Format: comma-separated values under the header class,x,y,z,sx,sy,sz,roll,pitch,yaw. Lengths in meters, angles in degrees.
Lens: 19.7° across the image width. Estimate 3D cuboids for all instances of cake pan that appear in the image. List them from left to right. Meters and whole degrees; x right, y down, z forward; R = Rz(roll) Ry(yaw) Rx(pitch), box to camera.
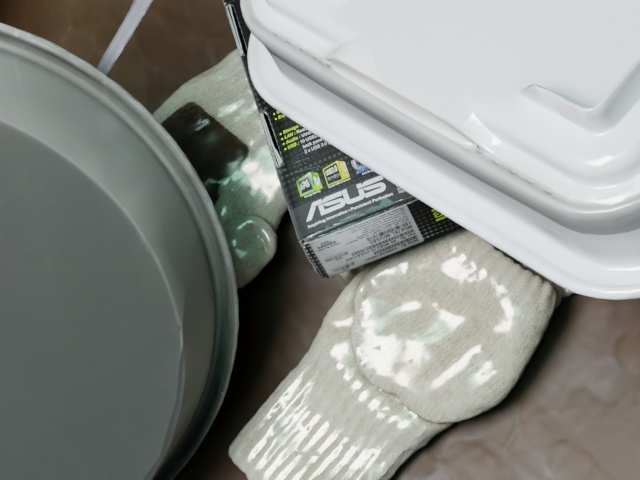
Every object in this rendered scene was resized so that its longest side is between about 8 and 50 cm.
class,x,y,z,sx,sy,sz,roll,pitch,yaw
cake pan,-0.185,0.040,0.834,0.293,0.054,0.293,0,115,1

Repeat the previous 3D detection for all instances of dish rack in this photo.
class,x,y,z,sx,sy,sz,roll,pitch,yaw
dish rack,0.132,-0.159,0.779,0.333,0.072,0.285,-49,50,-8

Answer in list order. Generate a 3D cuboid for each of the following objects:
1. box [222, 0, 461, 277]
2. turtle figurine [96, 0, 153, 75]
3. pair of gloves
class,x,y,z,sx,sy,sz,roll,pitch,yaw
box,0.058,-0.097,0.866,0.191,0.045,0.184,-22,57,5
turtle figurine,-0.228,-0.032,0.886,0.275,0.198,0.266,15,98,60
pair of gloves,0.000,0.000,0.892,0.204,0.042,0.240,-42,66,6
